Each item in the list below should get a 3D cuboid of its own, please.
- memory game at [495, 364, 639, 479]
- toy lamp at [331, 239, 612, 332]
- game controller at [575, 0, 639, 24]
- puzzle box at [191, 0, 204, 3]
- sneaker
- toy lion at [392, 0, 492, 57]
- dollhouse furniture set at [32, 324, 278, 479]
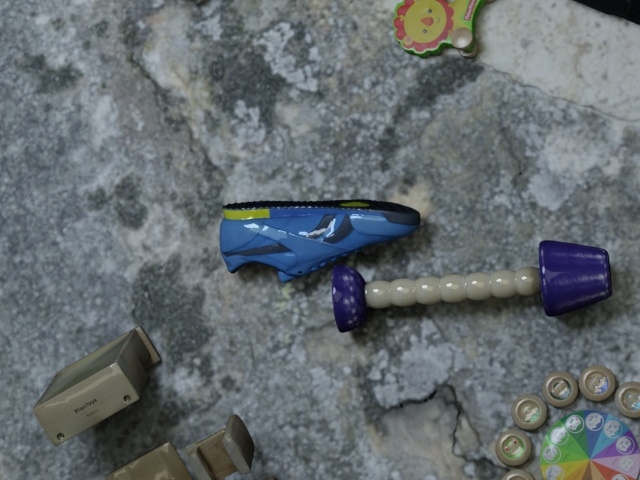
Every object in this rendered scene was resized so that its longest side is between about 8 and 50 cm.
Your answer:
[{"bbox_3d":[0.264,0.216,1.695,0.186,0.012,0.186,-2,80,11],"label":"memory game"},{"bbox_3d":[0.151,0.044,1.715,0.275,0.080,0.080,-5,79,9],"label":"toy lamp"},{"bbox_3d":[0.297,-0.313,1.732,0.319,0.067,0.166,25,128,15],"label":"game controller"},{"bbox_3d":[-0.231,-0.470,1.875,0.409,0.052,0.272,33,97,15],"label":"puzzle box"},{"bbox_3d":[0.000,0.000,1.765,0.209,0.069,0.082,-2,97,10],"label":"sneaker"},{"bbox_3d":[0.126,-0.237,1.796,0.096,0.034,0.100,18,84,21],"label":"toy lion"},{"bbox_3d":[-0.174,0.229,1.741,0.212,0.161,0.242,-29,98,5],"label":"dollhouse furniture set"}]
